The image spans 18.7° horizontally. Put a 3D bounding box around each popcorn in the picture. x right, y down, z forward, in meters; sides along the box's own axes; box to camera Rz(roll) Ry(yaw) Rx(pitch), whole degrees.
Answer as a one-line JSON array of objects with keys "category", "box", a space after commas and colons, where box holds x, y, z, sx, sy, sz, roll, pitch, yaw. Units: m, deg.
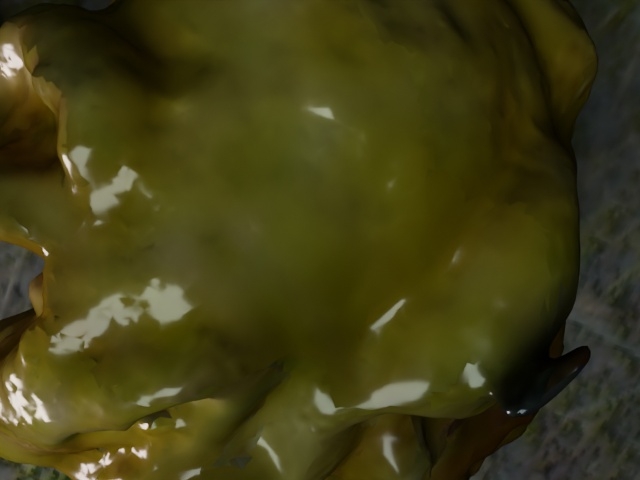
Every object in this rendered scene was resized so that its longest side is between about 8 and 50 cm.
[{"category": "popcorn", "box": [0.000, 0.000, 0.792, 0.297, 0.281, 0.316, -49, 138, -7]}]
